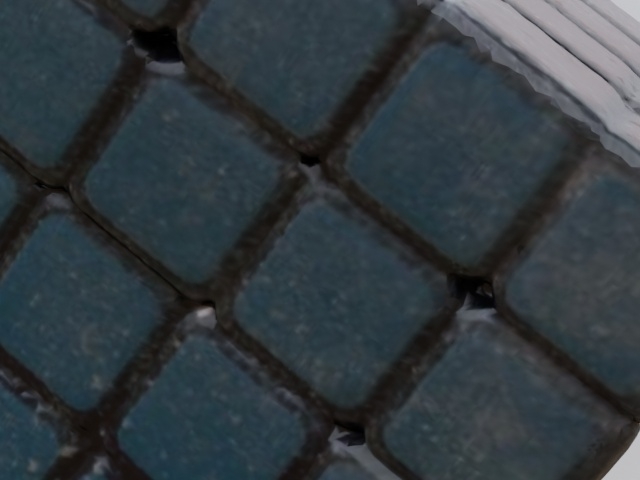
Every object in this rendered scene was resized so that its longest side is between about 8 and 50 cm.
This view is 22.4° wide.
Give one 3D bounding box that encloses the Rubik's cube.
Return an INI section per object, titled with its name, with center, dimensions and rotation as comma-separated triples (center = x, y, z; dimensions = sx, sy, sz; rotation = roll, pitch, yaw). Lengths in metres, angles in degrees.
[Rubik's cube]
center = 0.000, 0.000, 0.813
dimensions = 0.344, 0.337, 0.344
rotation = 39, 19, 8
